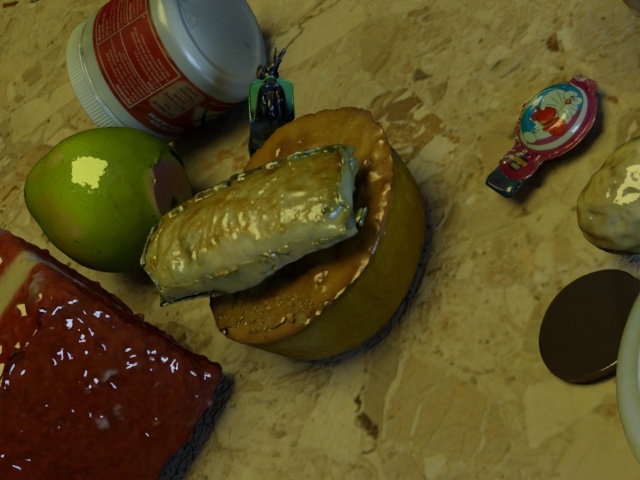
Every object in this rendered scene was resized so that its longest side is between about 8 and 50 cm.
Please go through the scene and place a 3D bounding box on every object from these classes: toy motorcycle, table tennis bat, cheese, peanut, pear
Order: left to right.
[{"bbox_3d":[-0.272,-0.050,1.617,0.219,0.187,0.188,-10,54,25],"label":"pear"},{"bbox_3d":[-0.057,-0.138,1.487,0.058,0.173,0.100,-3,55,-3],"label":"toy motorcycle"},{"bbox_3d":[0.219,-0.104,1.267,0.145,0.038,0.095,-52,38,1],"label":"cheese"},{"bbox_3d":[0.229,0.041,1.084,0.170,0.119,0.108,-27,46,32],"label":"table tennis bat"},{"bbox_3d":[0.322,-0.064,1.088,0.229,0.098,0.103,-29,71,25],"label":"peanut"}]

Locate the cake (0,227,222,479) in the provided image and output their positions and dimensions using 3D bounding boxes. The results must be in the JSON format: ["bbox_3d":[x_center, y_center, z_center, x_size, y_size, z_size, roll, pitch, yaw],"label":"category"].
[{"bbox_3d":[-0.319,0.161,1.437,0.269,0.270,0.319,-56,38,-3],"label":"cake"}]

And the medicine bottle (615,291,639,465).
[{"bbox_3d":[0.344,0.113,0.819,0.238,0.232,0.238,-26,46,31],"label":"medicine bottle"}]

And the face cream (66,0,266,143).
[{"bbox_3d":[-0.197,-0.241,1.671,0.187,0.201,0.201,-26,46,32],"label":"face cream"}]

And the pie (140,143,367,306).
[{"bbox_3d":[-0.070,-0.015,1.302,0.282,0.068,0.129,-19,51,32],"label":"pie"}]

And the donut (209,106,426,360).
[{"bbox_3d":[-0.001,0.003,1.358,0.277,0.108,0.278,-26,46,31],"label":"donut"}]

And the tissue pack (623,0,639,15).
[{"bbox_3d":[0.291,-0.375,1.181,0.238,0.305,0.239,-26,47,31],"label":"tissue pack"}]
